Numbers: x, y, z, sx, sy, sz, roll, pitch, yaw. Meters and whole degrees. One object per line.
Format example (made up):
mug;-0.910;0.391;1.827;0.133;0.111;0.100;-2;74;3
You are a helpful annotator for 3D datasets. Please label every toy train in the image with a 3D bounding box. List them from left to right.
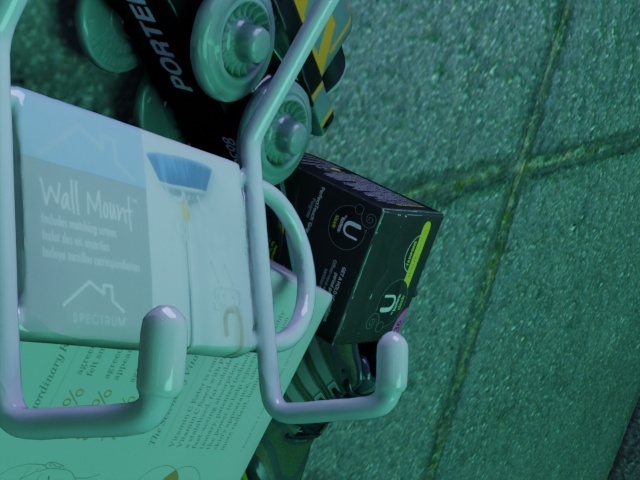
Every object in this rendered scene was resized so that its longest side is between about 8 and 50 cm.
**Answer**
toy train;-0.066;-0.180;0.603;0.190;0.142;0.334;-58;148;-23

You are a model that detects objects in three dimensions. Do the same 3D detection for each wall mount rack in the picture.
wall mount rack;-0.053;-0.060;0.457;0.350;0.131;0.304;16;66;-59

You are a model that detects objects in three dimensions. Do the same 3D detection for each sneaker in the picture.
sneaker;0.000;0.140;0.921;0.111;0.121;0.299;-3;115;-52

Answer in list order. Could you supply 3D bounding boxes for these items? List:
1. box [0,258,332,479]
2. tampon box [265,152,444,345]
box;-0.181;0.063;0.583;0.345;0.168;0.215;25;92;-57
tampon box;0.000;0.000;0.786;0.101;0.161;0.120;2;112;-54
